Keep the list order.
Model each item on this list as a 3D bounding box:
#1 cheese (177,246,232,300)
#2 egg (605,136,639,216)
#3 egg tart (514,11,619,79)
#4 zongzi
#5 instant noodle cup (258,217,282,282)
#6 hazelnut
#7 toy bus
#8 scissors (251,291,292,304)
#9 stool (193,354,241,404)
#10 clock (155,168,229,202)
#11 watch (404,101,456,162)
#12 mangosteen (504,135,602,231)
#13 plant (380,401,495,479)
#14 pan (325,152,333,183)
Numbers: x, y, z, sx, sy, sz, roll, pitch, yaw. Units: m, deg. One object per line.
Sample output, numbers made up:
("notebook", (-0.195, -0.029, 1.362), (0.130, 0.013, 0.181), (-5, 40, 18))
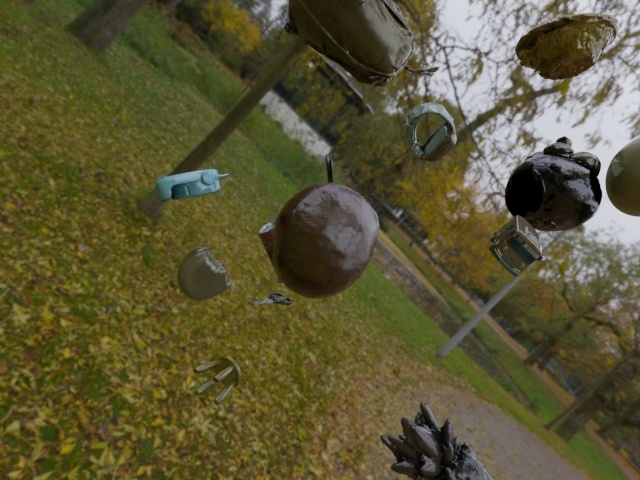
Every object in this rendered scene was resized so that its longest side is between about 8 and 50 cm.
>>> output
("cheese", (-0.403, 0.113, 1.709), (0.091, 0.175, 0.202), (-126, -158, -50))
("egg", (0.952, -0.189, 1.436), (0.219, 0.269, 0.219), (14, 46, -15))
("egg tart", (0.610, -0.474, 1.239), (0.241, 0.241, 0.105), (19, 67, -71))
("zongzi", (0.104, -0.659, 1.313), (0.500, 0.218, 0.467), (41, -20, 21))
("instant noodle cup", (-0.161, 0.031, 2.315), (0.255, 0.244, 0.244), (62, 3, -16))
("hazelnut", (0.000, 0.000, 1.736), (0.353, 0.420, 0.421), (8, 27, -28))
("toy bus", (0.480, 0.009, 1.216), (0.091, 0.103, 0.182), (46, 26, 3))
("scissors", (-0.227, 0.268, 2.228), (0.109, 0.022, 0.300), (26, 8, 23))
("stool", (-0.322, 0.432, 1.559), (0.134, 0.135, 0.110), (56, 34, 7))
("clock", (-0.486, -0.210, 1.900), (0.223, 0.274, 0.094), (-168, -113, -73))
("watch", (0.494, -0.507, 2.303), (0.241, 0.253, 0.161), (24, 41, -22))
("mangosteen", (0.695, -0.168, 1.497), (0.287, 0.233, 0.287), (175, -90, -78))
("plant", (0.309, 0.593, 1.309), (0.320, 0.194, 0.181), (47, -15, 2))
("pan", (0.039, -0.309, 2.119), (0.235, 0.028, 0.136), (-84, 170, -74))
